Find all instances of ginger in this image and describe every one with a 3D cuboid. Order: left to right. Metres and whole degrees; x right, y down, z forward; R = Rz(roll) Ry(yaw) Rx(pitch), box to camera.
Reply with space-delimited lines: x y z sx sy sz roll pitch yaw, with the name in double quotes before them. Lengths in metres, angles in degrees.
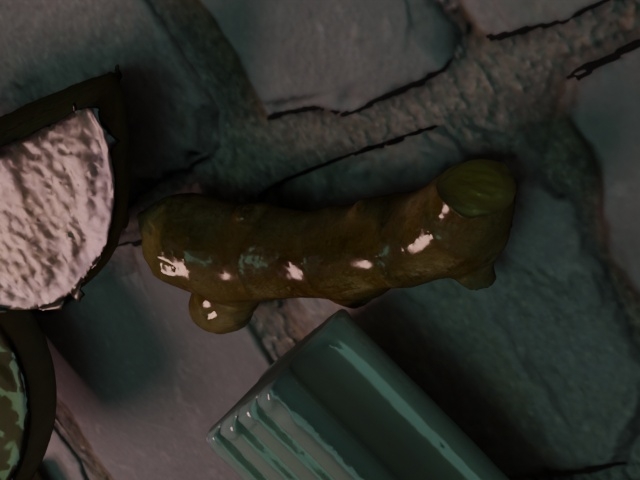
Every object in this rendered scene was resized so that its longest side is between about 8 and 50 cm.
"ginger" -0.001 0.003 0.800 0.299 0.065 0.118 -10 130 40

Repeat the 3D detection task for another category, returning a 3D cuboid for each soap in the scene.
"soap" 0.057 0.185 0.841 0.265 0.087 0.160 46 150 1

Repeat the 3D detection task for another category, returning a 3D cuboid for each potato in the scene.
"potato" -0.197 -0.030 0.893 0.243 0.098 0.138 -14 113 33

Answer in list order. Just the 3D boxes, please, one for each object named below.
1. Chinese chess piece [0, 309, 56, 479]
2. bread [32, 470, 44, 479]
"Chinese chess piece" -0.344 0.128 1.007 0.257 0.104 0.257 0 97 -2
"bread" -0.287 0.241 1.168 0.083 0.035 0.070 -1 119 32
